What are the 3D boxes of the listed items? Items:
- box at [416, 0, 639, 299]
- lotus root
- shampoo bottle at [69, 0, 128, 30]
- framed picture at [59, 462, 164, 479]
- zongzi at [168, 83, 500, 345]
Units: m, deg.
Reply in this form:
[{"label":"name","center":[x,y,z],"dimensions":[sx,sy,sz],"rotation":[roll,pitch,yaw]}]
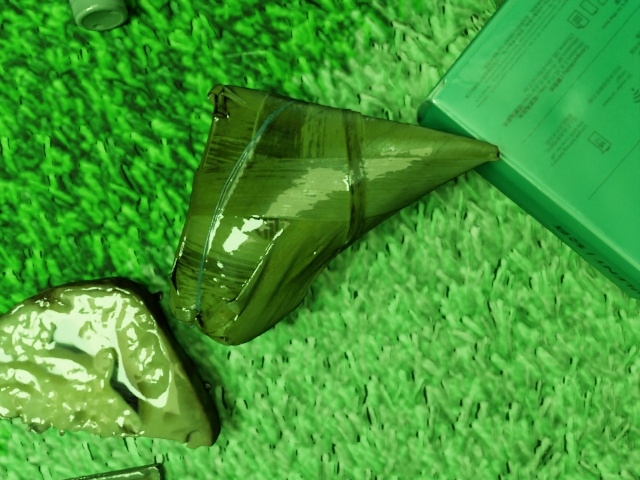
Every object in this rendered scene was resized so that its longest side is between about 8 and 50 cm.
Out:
[{"label":"box","center":[0.273,-0.103,0.517],"dimensions":[0.311,0.118,0.205],"rotation":[39,95,2]},{"label":"lotus root","center":[-0.234,0.123,0.575],"dimensions":[0.261,0.074,0.170],"rotation":[3,89,2]},{"label":"shampoo bottle","center":[-0.257,-0.323,0.572],"dimensions":[0.056,0.056,0.195],"rotation":[-18,90,3]},{"label":"framed picture","center":[-0.250,0.401,0.608],"dimensions":[0.209,0.019,0.281],"rotation":[-9,91,3]},{"label":"zongzi","center":[0.000,0.000,0.509],"dimensions":[0.275,0.125,0.250],"rotation":[16,94,18]}]
